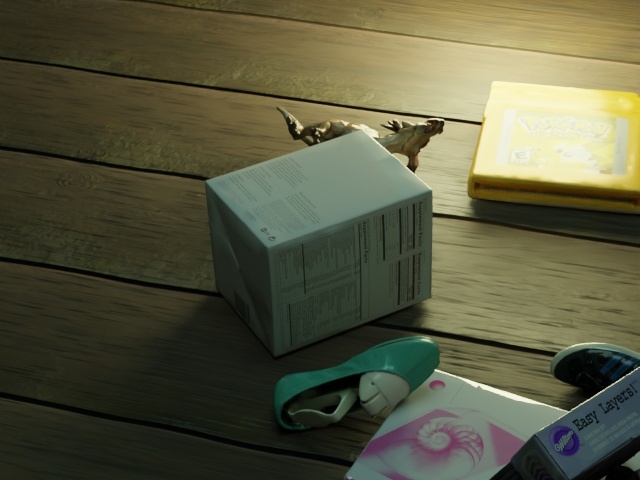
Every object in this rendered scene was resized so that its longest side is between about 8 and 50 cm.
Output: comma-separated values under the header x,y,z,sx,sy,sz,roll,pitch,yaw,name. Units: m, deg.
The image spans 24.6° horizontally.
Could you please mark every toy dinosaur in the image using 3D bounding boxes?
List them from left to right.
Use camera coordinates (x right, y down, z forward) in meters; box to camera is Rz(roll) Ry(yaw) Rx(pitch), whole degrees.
x,y,z,sx,sy,sz,roll,pitch,yaw,name
0.056,-0.154,2.394,0.200,0.127,0.295,-18,26,-33,toy dinosaur

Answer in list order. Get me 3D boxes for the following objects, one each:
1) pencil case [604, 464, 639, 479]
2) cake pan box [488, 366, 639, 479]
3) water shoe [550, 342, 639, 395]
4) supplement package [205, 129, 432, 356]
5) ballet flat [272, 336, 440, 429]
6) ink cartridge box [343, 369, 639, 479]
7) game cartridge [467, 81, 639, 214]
x,y,z,sx,sy,sz,roll,pitch,yaw,name
0.502,0.353,1.578,0.410,0.160,0.183,11,-1,-2,pencil case
0.292,0.233,1.627,0.267,0.246,0.070,-27,69,-29,cake pan box
0.402,0.190,1.935,0.203,0.073,0.080,8,39,14,water shoe
0.000,0.000,2.108,0.262,0.198,0.199,-20,39,-22,supplement package
0.045,0.197,1.888,0.247,0.083,0.087,-19,39,26,ballet flat
0.204,0.312,1.782,0.324,0.071,0.330,16,38,22,ink cartridge box
0.405,-0.163,2.439,0.285,0.053,0.324,6,38,10,game cartridge
